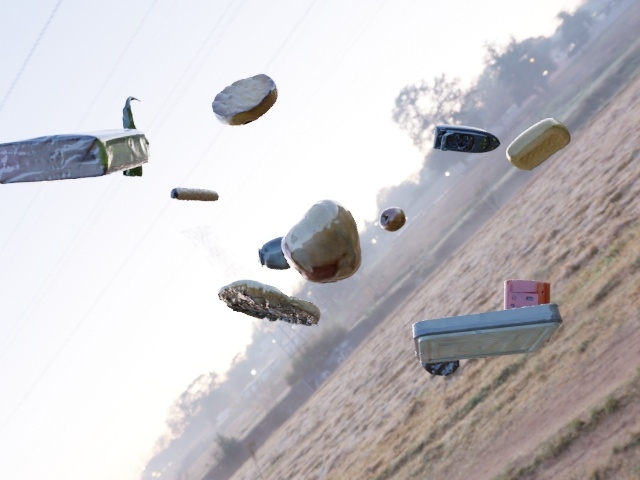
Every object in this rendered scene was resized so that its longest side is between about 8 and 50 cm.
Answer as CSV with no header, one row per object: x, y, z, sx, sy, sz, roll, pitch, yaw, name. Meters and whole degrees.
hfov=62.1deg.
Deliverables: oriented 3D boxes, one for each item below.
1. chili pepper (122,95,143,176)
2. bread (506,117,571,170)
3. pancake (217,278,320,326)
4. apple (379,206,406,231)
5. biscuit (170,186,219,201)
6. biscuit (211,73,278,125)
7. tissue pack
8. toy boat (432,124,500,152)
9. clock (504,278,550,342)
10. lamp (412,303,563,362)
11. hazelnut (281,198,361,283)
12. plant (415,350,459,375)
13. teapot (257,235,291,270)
-0.795,-0.443,2.248,0.084,0.359,0.076,0,-5,-27,chili pepper
0.770,-0.348,1.891,0.147,0.098,0.217,24,-47,-35,bread
-0.136,0.170,1.404,0.282,0.282,0.049,117,169,-68,pancake
0.232,-0.066,1.696,0.071,0.084,0.084,18,-54,-37,apple
-0.497,-0.181,2.101,0.219,0.061,0.055,0,-71,-50,biscuit
-0.312,-0.586,2.239,0.296,0.296,0.102,-42,-44,-16,biscuit
-0.680,-0.244,1.503,0.288,0.124,0.394,-5,14,-1,tissue pack
0.528,-0.365,1.935,0.103,0.246,0.093,-68,-16,-54,toy boat
0.519,0.176,1.350,0.113,0.155,0.061,-1,-6,41,clock
0.323,0.193,1.070,0.266,0.047,0.269,-8,-24,9,lamp
0.000,0.000,1.574,0.261,0.261,0.241,-41,29,-25,hazelnut
0.348,0.312,1.559,0.194,0.129,0.132,-45,-37,-79,plant
-0.151,0.041,1.707,0.108,0.111,0.149,-10,13,-5,teapot
